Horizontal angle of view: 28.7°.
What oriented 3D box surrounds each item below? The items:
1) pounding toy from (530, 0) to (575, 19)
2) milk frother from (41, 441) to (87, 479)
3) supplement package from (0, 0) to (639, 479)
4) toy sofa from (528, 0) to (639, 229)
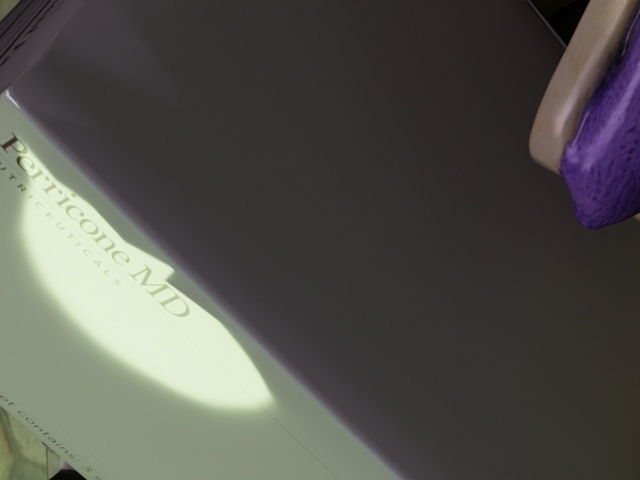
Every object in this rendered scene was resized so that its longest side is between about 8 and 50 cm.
[{"bbox_3d":[0.065,-0.202,0.504,0.181,0.094,0.206,-27,80,45],"label":"pounding toy"},{"bbox_3d":[-0.104,0.189,0.775,0.143,0.129,0.134,0,103,1],"label":"milk frother"},{"bbox_3d":[0.000,0.000,0.457,0.262,0.204,0.145,45,139,-20],"label":"supplement package"},{"bbox_3d":[0.203,-0.141,0.322,0.150,0.177,0.362,33,120,36],"label":"toy sofa"}]
